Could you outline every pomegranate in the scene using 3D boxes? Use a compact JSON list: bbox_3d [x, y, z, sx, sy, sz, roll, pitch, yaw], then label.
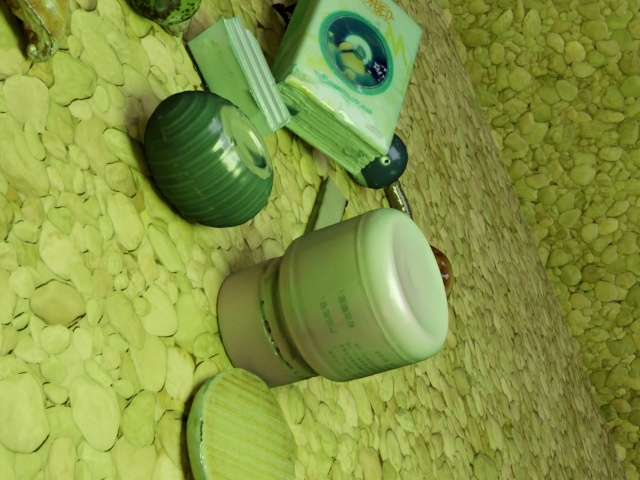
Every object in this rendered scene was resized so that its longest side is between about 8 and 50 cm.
[{"bbox_3d":[-0.251,-0.423,1.526,0.163,0.126,0.138,37,28,-52],"label":"pomegranate"}]

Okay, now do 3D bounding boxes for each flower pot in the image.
[{"bbox_3d":[-0.175,-0.130,1.430,0.243,0.157,0.189,51,32,-33],"label":"flower pot"}]

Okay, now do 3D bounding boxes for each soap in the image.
[{"bbox_3d":[-0.154,-0.303,1.684,0.230,0.091,0.145,65,22,-10],"label":"soap"}]

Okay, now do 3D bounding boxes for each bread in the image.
[{"bbox_3d":[-0.119,0.324,1.350,0.267,0.041,0.266,43,36,-44],"label":"bread"}]

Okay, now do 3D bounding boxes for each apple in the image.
[{"bbox_3d":[0.223,0.091,2.091,0.201,0.162,0.201,47,33,-45],"label":"apple"}]

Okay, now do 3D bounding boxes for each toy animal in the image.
[{"bbox_3d":[-0.041,-0.485,2.104,0.202,0.070,0.105,62,39,-24],"label":"toy animal"}]

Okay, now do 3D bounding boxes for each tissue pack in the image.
[{"bbox_3d":[0.052,-0.377,1.923,0.287,0.162,0.387,34,54,-24],"label":"tissue pack"}]

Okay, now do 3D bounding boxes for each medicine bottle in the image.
[{"bbox_3d":[0.020,0.107,1.461,0.256,0.325,0.256,43,36,-43],"label":"medicine bottle"}]

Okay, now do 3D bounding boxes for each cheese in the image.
[{"bbox_3d":[-0.003,0.000,1.846,0.085,0.034,0.400,53,29,-25],"label":"cheese"}]

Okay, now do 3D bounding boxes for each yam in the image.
[{"bbox_3d":[0.220,-0.043,2.321,0.057,0.057,0.241,-20,93,-66],"label":"yam"}]

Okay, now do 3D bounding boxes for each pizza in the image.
[{"bbox_3d":[-0.406,-0.374,1.249,0.134,0.056,0.270,3,71,-66],"label":"pizza"}]

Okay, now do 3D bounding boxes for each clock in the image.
[{"bbox_3d":[0.105,-0.230,2.114,0.243,0.147,0.199,50,29,-24],"label":"clock"}]
